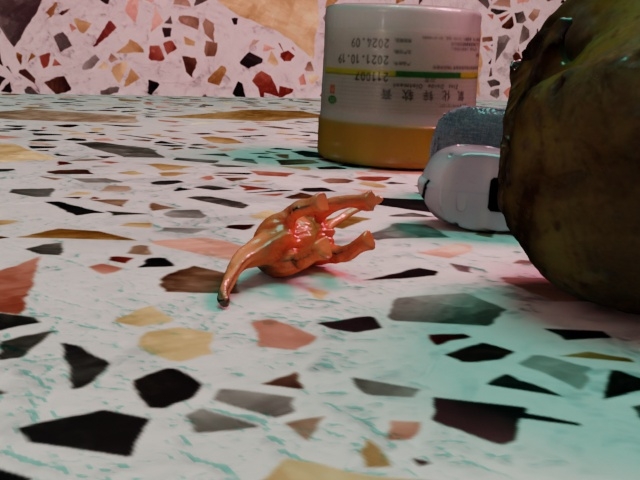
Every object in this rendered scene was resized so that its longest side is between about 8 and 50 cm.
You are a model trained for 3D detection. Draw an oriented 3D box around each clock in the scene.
[{"bbox_3d":[0.187,-0.055,0.958,0.176,0.080,0.117,5,13,8],"label":"clock"}]

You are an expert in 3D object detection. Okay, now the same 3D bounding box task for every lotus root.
[{"bbox_3d":[0.214,-0.063,0.657,0.192,0.272,0.272,1,11,19],"label":"lotus root"}]

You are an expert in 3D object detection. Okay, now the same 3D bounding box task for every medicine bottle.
[{"bbox_3d":[0.118,-0.234,1.433,0.238,0.231,0.238,2,13,-1],"label":"medicine bottle"}]

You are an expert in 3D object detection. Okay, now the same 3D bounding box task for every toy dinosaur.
[{"bbox_3d":[-0.002,-0.006,0.737,0.101,0.055,0.280,-17,1,35],"label":"toy dinosaur"}]

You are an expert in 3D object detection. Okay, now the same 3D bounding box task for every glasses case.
[{"bbox_3d":[0.256,-0.092,1.080,0.282,0.109,0.067,9,9,30],"label":"glasses case"}]
